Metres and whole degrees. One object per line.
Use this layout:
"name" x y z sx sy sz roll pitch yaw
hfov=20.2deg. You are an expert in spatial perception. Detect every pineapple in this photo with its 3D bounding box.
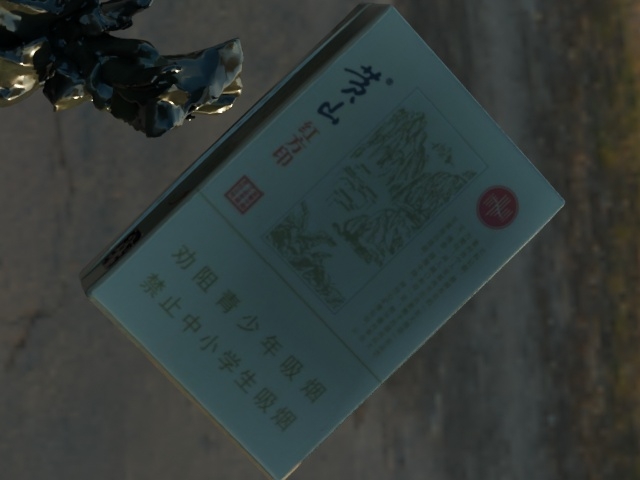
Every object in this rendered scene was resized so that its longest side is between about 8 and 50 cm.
"pineapple" -0.197 -0.151 1.124 0.141 0.310 0.170 -64 173 -4

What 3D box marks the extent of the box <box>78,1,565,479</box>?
"box" 0.000 0.000 0.875 0.141 0.201 0.058 46 -2 -15
